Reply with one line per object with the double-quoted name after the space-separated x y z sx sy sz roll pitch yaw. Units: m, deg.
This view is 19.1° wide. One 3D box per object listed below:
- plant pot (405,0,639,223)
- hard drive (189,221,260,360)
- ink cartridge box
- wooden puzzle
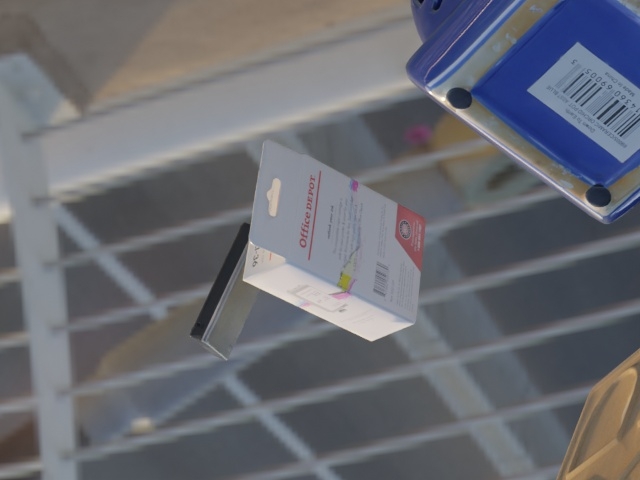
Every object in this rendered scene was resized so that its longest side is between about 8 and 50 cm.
0.208 -0.165 1.396 0.236 0.212 0.236 35 126 -14 "plant pot"
-0.092 0.055 2.038 0.022 0.135 0.094 21 170 18 "hard drive"
0.000 0.000 1.743 0.198 0.115 0.067 28 146 -32 "ink cartridge box"
0.301 0.200 1.736 0.080 0.348 0.322 35 146 -3 "wooden puzzle"
